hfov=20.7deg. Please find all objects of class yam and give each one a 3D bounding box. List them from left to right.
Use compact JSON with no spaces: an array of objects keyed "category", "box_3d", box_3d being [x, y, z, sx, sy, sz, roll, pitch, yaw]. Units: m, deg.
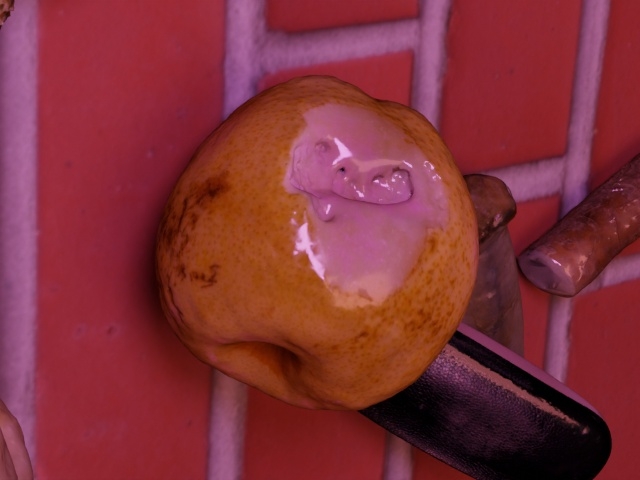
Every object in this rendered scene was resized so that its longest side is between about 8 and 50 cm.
[{"category":"yam","box_3d":[0.345,-0.056,1.794,0.356,0.081,0.081,-37,127,-22]}]

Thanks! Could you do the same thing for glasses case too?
[{"category":"glasses case","box_3d":[0.132,0.146,1.623,0.314,0.075,0.122,30,118,-19]}]

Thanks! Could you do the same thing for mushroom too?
[{"category":"mushroom","box_3d":[0.147,0.080,1.681,0.100,0.081,0.312,-19,123,-19]}]

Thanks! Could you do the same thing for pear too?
[{"category":"pear","box_3d":[0.000,0.000,1.413,0.271,0.271,0.271,-16,117,-35]}]

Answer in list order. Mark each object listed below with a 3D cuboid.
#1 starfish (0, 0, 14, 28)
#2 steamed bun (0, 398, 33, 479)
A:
[{"category":"starfish","box_3d":[-0.225,-0.240,1.187,0.358,0.078,0.347,-55,133,-6]},{"category":"steamed bun","box_3d":[-0.367,0.211,1.190,0.372,0.230,0.325,-46,174,-23]}]
